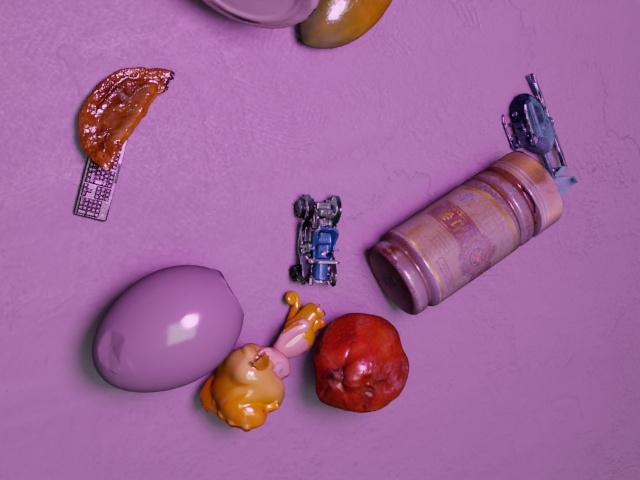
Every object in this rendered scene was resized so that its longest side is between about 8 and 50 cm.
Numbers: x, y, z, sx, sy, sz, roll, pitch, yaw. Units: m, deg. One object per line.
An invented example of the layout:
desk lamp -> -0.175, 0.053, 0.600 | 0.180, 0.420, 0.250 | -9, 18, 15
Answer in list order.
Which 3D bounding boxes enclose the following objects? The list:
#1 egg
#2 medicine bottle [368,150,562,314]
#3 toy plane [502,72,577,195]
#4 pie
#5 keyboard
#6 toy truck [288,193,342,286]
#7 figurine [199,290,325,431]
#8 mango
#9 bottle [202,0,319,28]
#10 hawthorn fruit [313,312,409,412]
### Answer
egg -> -0.231, 0.135, 1.176 | 0.231, 0.176, 0.176 | -25, 106, -12
medicine bottle -> 0.251, -0.012, 1.364 | 0.322, 0.151, 0.151 | -33, 108, -15
toy plane -> 0.409, -0.188, 1.459 | 0.096, 0.060, 0.235 | -30, 104, -30
pie -> -0.303, -0.199, 1.175 | 0.088, 0.033, 0.191 | 34, 71, -11
keyboard -> -0.332, -0.108, 1.191 | 0.053, 0.010, 0.155 | 13, 92, -24
toy truck -> 0.000, 0.001, 1.305 | 0.080, 0.078, 0.154 | 1, 96, -24
figurine -> -0.087, 0.201, 1.282 | 0.246, 0.131, 0.156 | -45, 152, -27
mango -> 0.055, -0.412, 1.266 | 0.137, 0.091, 0.238 | 19, 95, -18
bottle -> -0.060, -0.501, 1.133 | 0.229, 0.229, 0.352 | 26, 65, -23
hawthorn fruit -> 0.059, 0.210, 1.307 | 0.173, 0.173, 0.179 | 58, 44, -18
